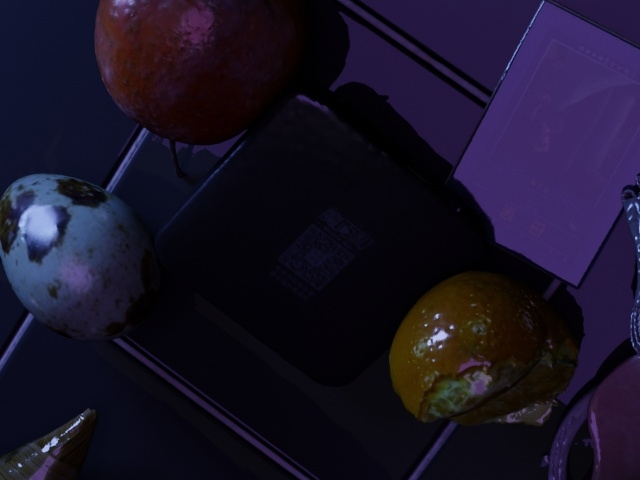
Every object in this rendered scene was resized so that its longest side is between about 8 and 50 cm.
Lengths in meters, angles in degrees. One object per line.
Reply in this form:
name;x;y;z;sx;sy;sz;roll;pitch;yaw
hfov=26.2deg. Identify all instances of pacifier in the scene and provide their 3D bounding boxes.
pacifier;0.372;0.278;1.456;0.220;0.273;0.332;7;100;-5

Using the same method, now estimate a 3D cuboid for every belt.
belt;0.360;0.020;1.457;0.071;0.053;0.232;-9;68;37

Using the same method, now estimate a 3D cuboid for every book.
book;0.267;-0.105;1.519;0.191;0.025;0.269;30;104;8

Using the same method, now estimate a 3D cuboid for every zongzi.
zongzi;-0.334;0.375;1.693;0.288;0.134;0.286;-31;96;9

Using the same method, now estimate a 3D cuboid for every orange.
orange;0.169;0.120;1.482;0.179;0.237;0.158;-37;63;24

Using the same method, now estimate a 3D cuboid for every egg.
egg;-0.286;0.015;1.602;0.231;0.169;0.169;45;106;19

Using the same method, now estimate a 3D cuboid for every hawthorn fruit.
hawthorn fruit;-0.134;-0.212;1.490;0.231;0.235;0.263;7;85;40

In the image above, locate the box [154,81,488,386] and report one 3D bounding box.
box;0.000;0.000;1.528;0.290;0.073;0.289;38;115;-15
